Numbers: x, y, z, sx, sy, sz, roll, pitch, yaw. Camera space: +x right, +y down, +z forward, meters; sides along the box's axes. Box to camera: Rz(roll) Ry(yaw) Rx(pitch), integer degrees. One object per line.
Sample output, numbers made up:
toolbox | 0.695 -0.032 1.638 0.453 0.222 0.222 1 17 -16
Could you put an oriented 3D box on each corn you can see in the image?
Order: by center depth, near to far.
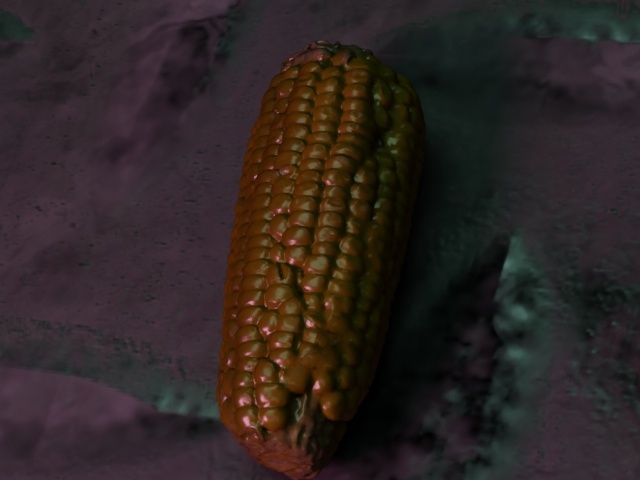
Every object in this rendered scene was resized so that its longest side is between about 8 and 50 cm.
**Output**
corn | 0.000 0.000 0.943 0.097 0.097 0.262 -4 55 20
